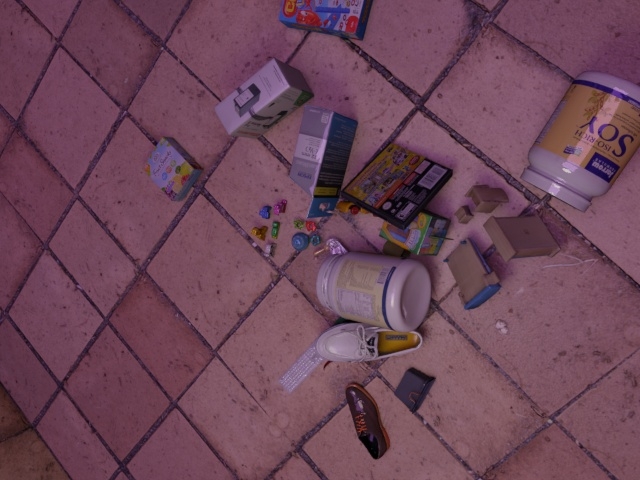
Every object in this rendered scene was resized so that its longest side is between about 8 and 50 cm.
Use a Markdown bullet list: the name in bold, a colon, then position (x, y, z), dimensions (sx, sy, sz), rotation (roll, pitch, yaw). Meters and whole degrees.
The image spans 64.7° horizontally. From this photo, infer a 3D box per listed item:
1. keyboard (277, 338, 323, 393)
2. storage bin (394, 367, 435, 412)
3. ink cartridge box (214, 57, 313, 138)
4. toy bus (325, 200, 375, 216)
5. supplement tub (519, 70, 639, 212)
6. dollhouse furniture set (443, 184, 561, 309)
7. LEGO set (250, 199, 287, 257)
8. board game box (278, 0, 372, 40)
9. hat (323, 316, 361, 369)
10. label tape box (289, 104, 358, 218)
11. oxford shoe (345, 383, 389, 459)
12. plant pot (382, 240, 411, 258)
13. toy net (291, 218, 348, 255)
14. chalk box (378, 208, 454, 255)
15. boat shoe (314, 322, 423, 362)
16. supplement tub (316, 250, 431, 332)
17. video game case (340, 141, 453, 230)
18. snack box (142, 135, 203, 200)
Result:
- **keyboard**: position (-0.064, 0.483, 1.934), dimensions (0.072, 0.014, 0.256), rotation (45, 110, 13)
- **storage bin**: position (0.316, 0.511, 1.739), dimensions (0.091, 0.098, 0.135), rotation (31, 106, 28)
- **ink cartridge box**: position (-0.200, -0.494, 1.802), dimensions (0.289, 0.211, 0.122), rotation (-32, 84, 23)
- **toy bus**: position (0.136, -0.140, 1.700), dimensions (0.190, 0.202, 0.105), rotation (6, 96, 17)
- **supplement tub**: position (0.739, -0.271, 1.408), dimensions (0.241, 0.241, 0.332), rotation (33, 106, 17)
- **dollhouse furniture set**: position (0.539, 0.029, 1.614), dimensions (0.303, 0.197, 0.287), rotation (-60, 42, 46)
- **LEGO set**: position (-0.207, -0.049, 1.905), dimensions (0.086, 0.093, 0.228), rotation (17, 101, 21)
- **board game box**: position (0.036, -0.877, 1.735), dimensions (0.301, 0.086, 0.309), rotation (18, 101, 20)
- **hat**: position (0.092, 0.361, 1.856), dimensions (0.208, 0.183, 0.173), rotation (-21, 84, -15)
- **label tape box**: position (0.001, -0.259, 1.714), dimensions (0.115, 0.249, 0.348), rotation (20, 102, 20)
- **oxford shoe**: position (0.162, 0.645, 1.807), dimensions (0.096, 0.098, 0.272), rotation (-32, 82, 22)
- **plant pot**: position (0.257, 0.036, 1.731), dimensions (0.079, 0.083, 0.084), rotation (30, 105, 30)
- **toy net**: position (0.000, 0.000, 1.852), dimensions (0.232, 0.045, 0.122), rotation (16, 99, 19)
- **chalk box**: position (0.323, -0.031, 1.630), dimensions (0.213, 0.132, 0.132), rotation (30, 107, 40)
- **boat shoe**: position (0.163, 0.345, 1.678), dimensions (0.366, 0.156, 0.136), rotation (-1, 85, -1)
- **supplement tub**: position (0.171, 0.158, 1.659), dimensions (0.324, 0.235, 0.236), rotation (8, 98, 40)
- **video game case**: position (0.245, -0.182, 1.622), dimensions (0.248, 0.035, 0.275), rotation (31, 65, 28)
- **snack box**: position (-0.606, -0.292, 2.065), dimensions (0.207, 0.070, 0.175), rotation (45, 110, 15)
